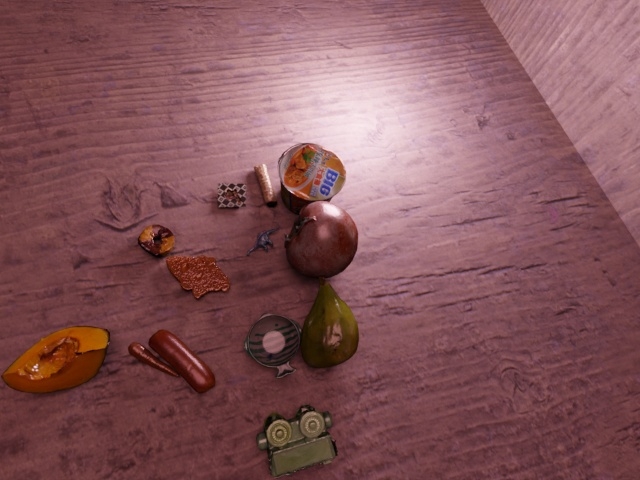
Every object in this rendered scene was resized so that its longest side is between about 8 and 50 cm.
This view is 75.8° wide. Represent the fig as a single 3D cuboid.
[{"bbox_3d":[0.032,0.318,1.524,0.233,0.233,0.314,-4,107,-12],"label":"fig"}]

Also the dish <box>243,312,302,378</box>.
[{"bbox_3d":[-0.171,0.398,1.562,0.224,0.078,0.246,-18,69,-14],"label":"dish"}]

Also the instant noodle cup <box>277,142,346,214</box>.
[{"bbox_3d":[-0.050,-0.248,1.805,0.297,0.214,0.296,4,65,-8],"label":"instant noodle cup"}]

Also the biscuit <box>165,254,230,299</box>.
[{"bbox_3d":[-0.492,0.137,1.646,0.280,0.043,0.183,21,60,4],"label":"biscuit"}]

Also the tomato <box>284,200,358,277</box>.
[{"bbox_3d":[0.000,0.000,1.654,0.283,0.317,0.316,25,63,-17],"label":"tomato"}]

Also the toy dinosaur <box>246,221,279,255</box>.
[{"bbox_3d":[-0.237,0.000,1.753,0.080,0.045,0.197,39,74,11],"label":"toy dinosaur"}]

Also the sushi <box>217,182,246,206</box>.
[{"bbox_3d":[-0.393,-0.196,1.824,0.126,0.026,0.120,-1,69,-6],"label":"sushi"}]

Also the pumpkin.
[{"bbox_3d":[-0.887,0.409,1.423,0.312,0.148,0.169,-10,30,-23],"label":"pumpkin"}]

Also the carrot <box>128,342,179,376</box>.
[{"bbox_3d":[-0.604,0.438,1.490,0.216,0.048,0.048,33,64,0],"label":"carrot"}]

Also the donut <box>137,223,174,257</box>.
[{"bbox_3d":[-0.661,0.005,1.664,0.141,0.059,0.140,4,65,-8],"label":"donut"}]

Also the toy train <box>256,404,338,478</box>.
[{"bbox_3d":[-0.080,0.684,1.416,0.272,0.159,0.188,-11,78,-15],"label":"toy train"}]

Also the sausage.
[{"bbox_3d":[-0.500,0.432,1.486,0.300,0.083,0.089,39,70,9],"label":"sausage"}]

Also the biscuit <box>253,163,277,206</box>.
[{"bbox_3d":[-0.249,-0.251,1.859,0.061,0.055,0.219,-16,69,-6],"label":"biscuit"}]
